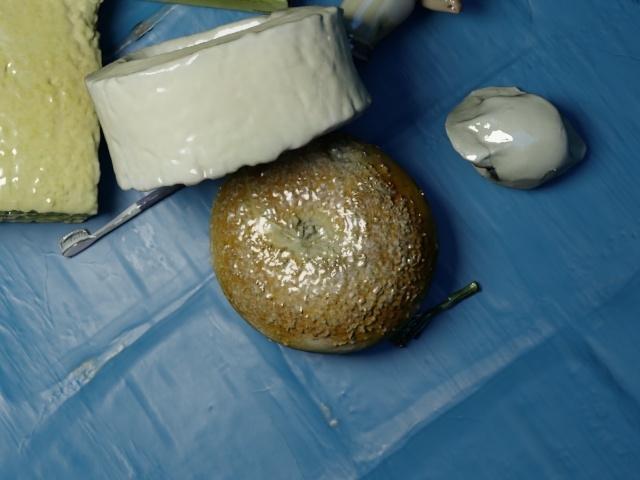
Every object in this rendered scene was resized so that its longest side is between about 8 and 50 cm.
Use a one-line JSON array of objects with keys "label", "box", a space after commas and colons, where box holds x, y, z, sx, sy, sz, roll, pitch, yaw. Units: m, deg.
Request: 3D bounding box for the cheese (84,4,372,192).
[{"label": "cheese", "box": [-0.111, -0.185, 1.359, 0.332, 0.292, 0.153, -14, 105, 4]}]

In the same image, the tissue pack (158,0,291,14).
[{"label": "tissue pack", "box": [-0.145, -0.402, 1.481, 0.234, 0.125, 0.159, 7, 85, 3]}]

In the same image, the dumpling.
[{"label": "dumpling", "box": [0.255, -0.144, 1.450, 0.177, 0.092, 0.150, -12, 69, 7]}]

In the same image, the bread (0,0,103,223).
[{"label": "bread", "box": [-0.405, -0.212, 1.436, 0.237, 0.165, 0.375, 4, 82, -20]}]

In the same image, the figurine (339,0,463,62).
[{"label": "figurine", "box": [0.119, -0.413, 1.432, 0.203, 0.248, 0.380, 30, 98, 29]}]

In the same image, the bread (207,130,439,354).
[{"label": "bread", "box": [0.000, 0.000, 1.408, 0.306, 0.159, 0.305, 0, 83, 4]}]

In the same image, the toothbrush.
[{"label": "toothbrush", "box": [-0.228, -0.058, 1.499, 0.288, 0.024, 0.026, -30, 69, 1]}]

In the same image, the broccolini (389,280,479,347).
[{"label": "broccolini", "box": [0.152, 0.099, 1.457, 0.140, 0.030, 0.035, -29, 92, -5]}]
